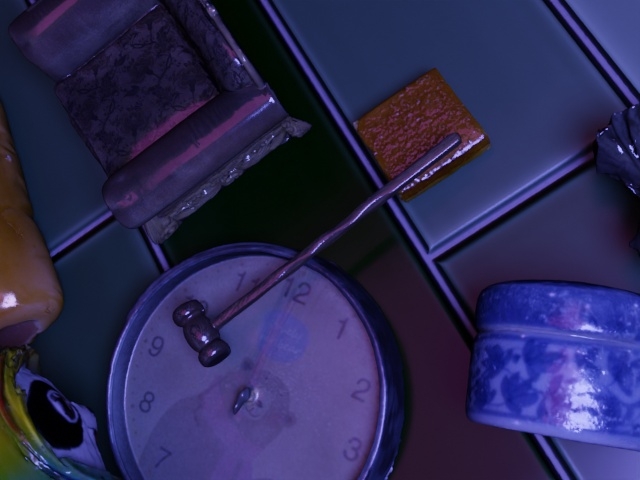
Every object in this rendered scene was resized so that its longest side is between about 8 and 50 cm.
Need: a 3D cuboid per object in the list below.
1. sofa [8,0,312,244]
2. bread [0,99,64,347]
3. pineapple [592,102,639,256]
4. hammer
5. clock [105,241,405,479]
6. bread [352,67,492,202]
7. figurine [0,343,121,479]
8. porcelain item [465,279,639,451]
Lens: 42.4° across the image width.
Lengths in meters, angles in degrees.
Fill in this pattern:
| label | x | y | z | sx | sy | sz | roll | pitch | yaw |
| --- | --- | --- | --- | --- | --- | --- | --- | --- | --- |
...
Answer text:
| label | x | y | z | sx | sy | sz | roll | pitch | yaw |
| --- | --- | --- | --- | --- | --- | --- | --- | --- | --- |
| sofa | -0.164 | -0.152 | 0.761 | 0.200 | 0.182 | 0.258 | -36 | 70 | 9 |
| bread | -0.367 | -0.027 | 0.854 | 0.142 | 0.091 | 0.305 | -31 | 70 | 15 |
| pineapple | 0.290 | -0.005 | 0.618 | 0.111 | 0.119 | 0.237 | -33 | 75 | 9 |
| hammer | 0.000 | 0.000 | 0.701 | 0.292 | 0.029 | 0.058 | -38 | 72 | 5 |
| clock | -0.063 | 0.135 | 0.734 | 0.281 | 0.055 | 0.280 | -4 | 78 | 18 |
| bread | 0.091 | -0.095 | 0.743 | 0.094 | 0.035 | 0.090 | -34 | 71 | 9 |
| figurine | -0.264 | 0.244 | 0.668 | 0.231 | 0.323 | 0.340 | -30 | 79 | -20 |
| porcelain item | 0.186 | 0.090 | 0.612 | 0.147 | 0.147 | 0.114 | 5 | 78 | 19 |
